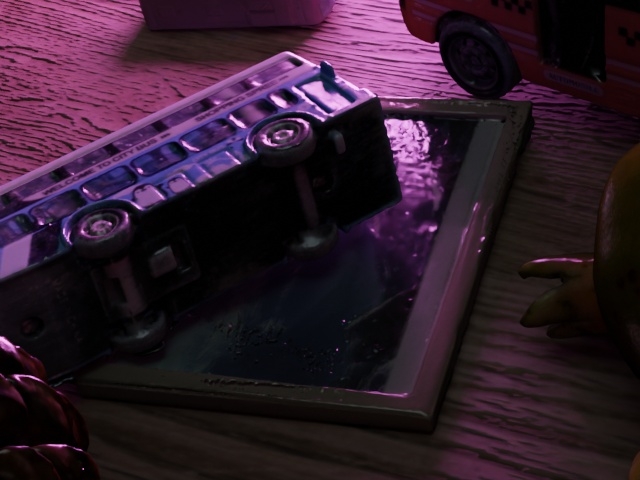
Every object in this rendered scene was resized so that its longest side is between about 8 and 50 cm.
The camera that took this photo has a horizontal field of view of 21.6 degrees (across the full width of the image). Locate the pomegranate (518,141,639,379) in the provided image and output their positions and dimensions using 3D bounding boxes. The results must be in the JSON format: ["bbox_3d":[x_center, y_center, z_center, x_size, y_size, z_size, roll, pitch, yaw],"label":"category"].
[{"bbox_3d":[0.227,0.012,0.989,0.246,0.198,0.198,1,40,21],"label":"pomegranate"}]

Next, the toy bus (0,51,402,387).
[{"bbox_3d":[-0.101,-0.019,1.141,0.297,0.106,0.131,-28,37,-17],"label":"toy bus"}]

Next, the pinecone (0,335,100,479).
[{"bbox_3d":[-0.229,0.144,0.917,0.224,0.224,0.272,-10,26,1],"label":"pinecone"}]

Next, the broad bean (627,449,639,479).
[{"bbox_3d":[0.278,0.172,0.834,0.291,0.119,0.238,25,50,35],"label":"broad bean"}]

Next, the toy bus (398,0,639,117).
[{"bbox_3d":[0.259,-0.209,1.221,0.427,0.233,0.203,23,50,34],"label":"toy bus"}]

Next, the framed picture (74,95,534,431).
[{"bbox_3d":[0.000,0.000,1.193,0.247,0.022,0.335,4,41,19],"label":"framed picture"}]

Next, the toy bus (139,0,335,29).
[{"bbox_3d":[-0.071,-0.219,1.454,0.172,0.057,0.072,1,46,16],"label":"toy bus"}]
